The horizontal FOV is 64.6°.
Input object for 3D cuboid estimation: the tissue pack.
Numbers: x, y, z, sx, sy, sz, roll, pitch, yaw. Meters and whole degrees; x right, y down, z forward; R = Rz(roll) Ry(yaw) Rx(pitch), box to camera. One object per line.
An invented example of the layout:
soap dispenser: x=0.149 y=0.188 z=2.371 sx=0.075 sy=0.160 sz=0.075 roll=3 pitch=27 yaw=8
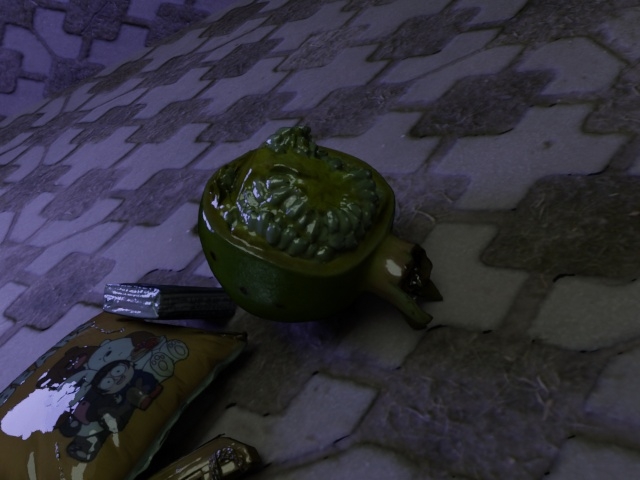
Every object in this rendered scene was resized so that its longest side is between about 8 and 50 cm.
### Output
tissue pack: x=-0.215 y=0.088 z=0.735 sx=0.112 sy=0.156 sz=0.051 roll=1 pitch=84 yaw=29

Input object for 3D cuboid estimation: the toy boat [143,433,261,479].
toy boat: x=-0.162 y=0.296 z=0.572 sx=0.206 sy=0.064 sz=0.072 roll=-34 pitch=61 yaw=0

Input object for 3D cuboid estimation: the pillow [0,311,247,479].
pillow: x=-0.295 y=0.207 z=0.665 sx=0.312 sy=0.119 sz=0.310 roll=3 pitch=39 yaw=33

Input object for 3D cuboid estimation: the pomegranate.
pomegranate: x=0.000 y=0.000 z=0.653 sx=0.341 sy=0.260 sz=0.260 roll=34 pitch=68 yaw=15
